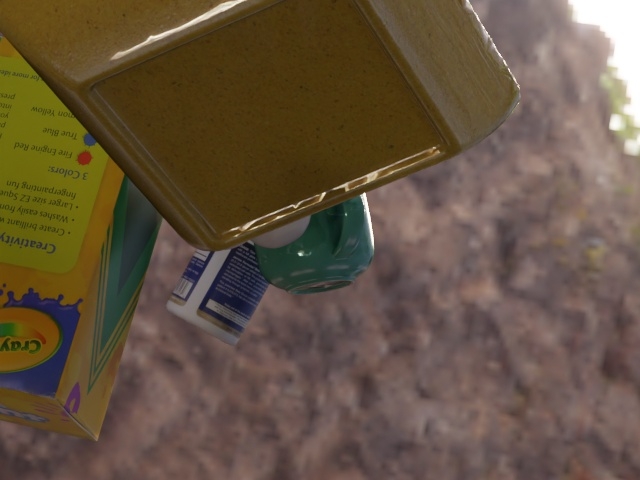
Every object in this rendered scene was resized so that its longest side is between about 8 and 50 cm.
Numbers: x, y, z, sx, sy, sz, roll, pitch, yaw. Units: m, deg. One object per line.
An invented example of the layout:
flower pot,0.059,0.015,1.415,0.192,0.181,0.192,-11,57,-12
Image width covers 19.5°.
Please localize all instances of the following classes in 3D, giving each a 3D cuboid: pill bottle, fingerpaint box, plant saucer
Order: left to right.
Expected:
fingerpaint box,-0.402,-0.025,1.938,0.163,0.444,0.371,66,-144,-67
pill bottle,-0.098,0.027,2.134,0.169,0.094,0.094,-61,-24,-4
plant saucer,-0.040,-0.122,1.482,0.333,0.332,0.081,52,-158,-45

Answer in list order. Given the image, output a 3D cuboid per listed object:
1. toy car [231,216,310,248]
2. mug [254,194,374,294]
toy car,-0.070,-0.083,1.837,0.182,0.136,0.159,-1,-122,-53
mug,-0.008,0.002,2.003,0.158,0.129,0.097,54,-153,-79
